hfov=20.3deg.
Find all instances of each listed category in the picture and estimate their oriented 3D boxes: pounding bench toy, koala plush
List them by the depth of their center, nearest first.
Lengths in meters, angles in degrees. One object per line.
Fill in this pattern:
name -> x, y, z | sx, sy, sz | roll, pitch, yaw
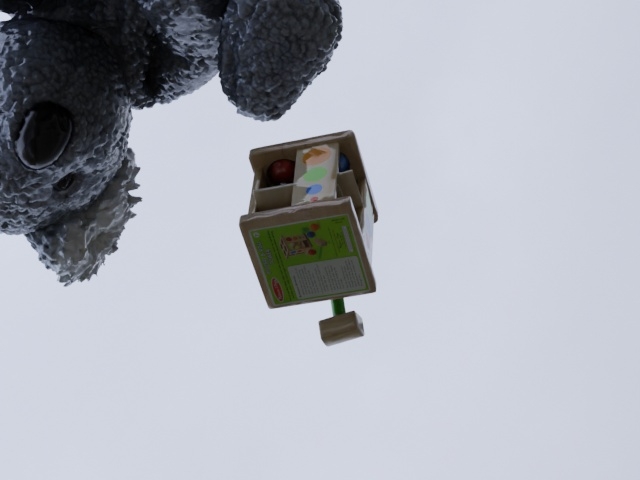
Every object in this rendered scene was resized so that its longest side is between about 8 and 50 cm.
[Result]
pounding bench toy -> 0.000, 0.000, 0.836 | 0.065, 0.052, 0.083 | -85, -19, -53
koala plush -> -0.131, -0.094, 0.945 | 0.196, 0.203, 0.221 | 29, -78, -21
